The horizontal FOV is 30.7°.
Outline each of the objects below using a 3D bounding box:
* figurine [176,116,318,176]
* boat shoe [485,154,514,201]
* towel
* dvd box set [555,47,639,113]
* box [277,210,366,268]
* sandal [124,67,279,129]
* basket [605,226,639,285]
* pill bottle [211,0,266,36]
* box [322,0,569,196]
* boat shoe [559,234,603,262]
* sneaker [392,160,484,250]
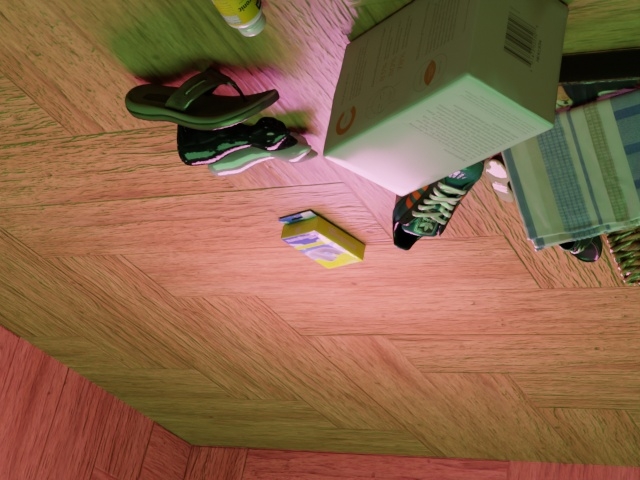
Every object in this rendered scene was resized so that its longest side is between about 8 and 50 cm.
[{"bbox_3d":[-0.124,-0.174,2.124,0.209,0.092,0.215,-1,174,17],"label":"figurine"},{"bbox_3d":[0.334,-0.120,2.127,0.049,0.042,0.133,22,162,31],"label":"boat shoe"},{"bbox_3d":[0.419,-0.108,1.835,0.285,0.209,0.034,-16,-176,45],"label":"towel"},{"bbox_3d":[0.471,-0.165,1.945,0.307,0.062,0.420,0,152,26],"label":"dvd box set"},{"bbox_3d":[0.000,0.000,2.523,0.109,0.042,0.178,-14,145,43],"label":"box"},{"bbox_3d":[-0.217,-0.254,2.025,0.302,0.120,0.086,7,120,25],"label":"sandal"},{"bbox_3d":[0.616,-0.077,1.849,0.299,0.223,0.214,-14,102,47],"label":"basket"},{"bbox_3d":[-0.128,-0.367,1.793,0.065,0.065,0.116,0,153,25],"label":"pill bottle"},{"bbox_3d":[0.182,-0.236,1.750,0.168,0.215,0.345,26,152,-27],"label":"box"},{"bbox_3d":[0.448,-0.012,2.113,0.084,0.079,0.233,-4,151,31],"label":"boat shoe"},{"bbox_3d":[0.217,-0.071,2.184,0.108,0.121,0.302,17,154,-12],"label":"sneaker"}]
